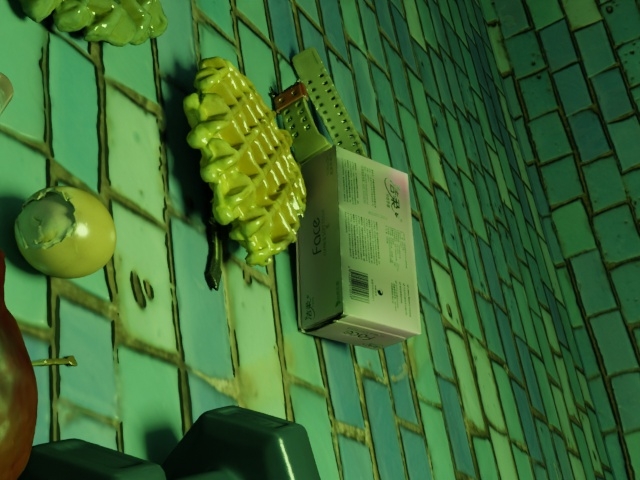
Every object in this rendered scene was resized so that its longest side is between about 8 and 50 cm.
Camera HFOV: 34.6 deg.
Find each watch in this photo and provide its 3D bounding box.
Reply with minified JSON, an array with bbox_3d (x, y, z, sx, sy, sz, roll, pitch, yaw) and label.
[{"bbox_3d":[-0.004,-0.183,1.560,0.165,0.102,0.268,2,61,-65],"label":"watch"}]

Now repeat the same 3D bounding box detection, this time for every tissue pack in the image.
[{"bbox_3d":[0.050,0.014,1.394,0.148,0.092,0.246,18,58,-37],"label":"tissue pack"}]

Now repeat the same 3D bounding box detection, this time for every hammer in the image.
[{"bbox_3d":[-0.238,0.101,0.839,0.123,0.014,0.029,11,69,-68],"label":"hammer"}]

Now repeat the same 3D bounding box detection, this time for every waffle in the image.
[{"bbox_3d":[-0.082,-0.095,1.278,0.283,0.065,0.310,45,29,-56],"label":"waffle"},{"bbox_3d":[-0.274,-0.348,1.106,0.309,0.056,0.292,-21,90,-67],"label":"waffle"}]

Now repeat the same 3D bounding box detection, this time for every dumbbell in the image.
[{"bbox_3d":[-0.120,0.224,0.829,0.325,0.144,0.160,7,63,-67],"label":"dumbbell"}]

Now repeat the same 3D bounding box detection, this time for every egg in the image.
[{"bbox_3d":[-0.218,-0.004,0.892,0.096,0.080,0.080,56,21,-63],"label":"egg"}]

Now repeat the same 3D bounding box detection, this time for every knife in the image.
[{"bbox_3d":[-0.124,-0.036,1.219,0.045,0.021,0.222,51,27,-43],"label":"knife"}]

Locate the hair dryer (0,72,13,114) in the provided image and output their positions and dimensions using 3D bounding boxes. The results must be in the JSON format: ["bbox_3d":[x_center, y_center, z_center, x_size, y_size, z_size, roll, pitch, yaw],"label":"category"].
[{"bbox_3d":[-0.313,-0.145,0.864,0.114,0.037,0.063,49,27,-26],"label":"hair dryer"}]

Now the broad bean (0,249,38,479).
[{"bbox_3d":[-0.258,0.062,0.680,0.156,0.122,0.229,14,61,-61],"label":"broad bean"}]
